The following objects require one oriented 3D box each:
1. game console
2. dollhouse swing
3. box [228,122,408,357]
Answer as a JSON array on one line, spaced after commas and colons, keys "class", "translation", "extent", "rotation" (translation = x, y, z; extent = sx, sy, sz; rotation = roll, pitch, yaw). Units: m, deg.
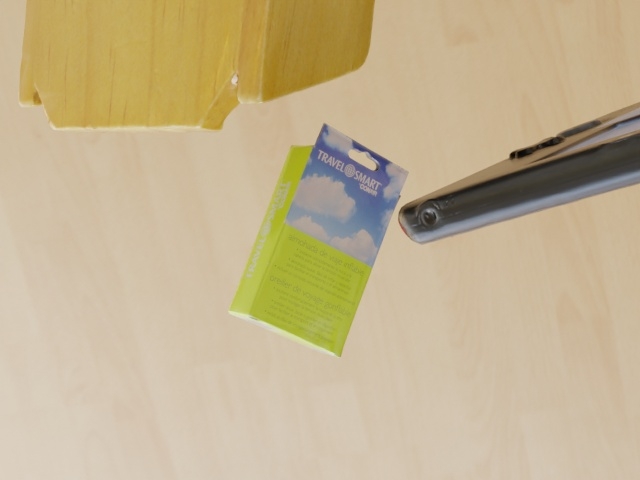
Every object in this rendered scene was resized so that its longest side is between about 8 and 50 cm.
[{"class": "game console", "translation": [0.288, -0.093, 0.842], "extent": [0.387, 0.342, 0.060], "rotation": [-18, 90, 44]}, {"class": "dollhouse swing", "translation": [-0.046, -0.238, 1.108], "extent": [0.347, 0.305, 0.315], "rotation": [5, 89, 45]}, {"class": "box", "translation": [0.000, 0.000, 1.054], "extent": [0.109, 0.042, 0.178], "rotation": [27, 79, -33]}]
